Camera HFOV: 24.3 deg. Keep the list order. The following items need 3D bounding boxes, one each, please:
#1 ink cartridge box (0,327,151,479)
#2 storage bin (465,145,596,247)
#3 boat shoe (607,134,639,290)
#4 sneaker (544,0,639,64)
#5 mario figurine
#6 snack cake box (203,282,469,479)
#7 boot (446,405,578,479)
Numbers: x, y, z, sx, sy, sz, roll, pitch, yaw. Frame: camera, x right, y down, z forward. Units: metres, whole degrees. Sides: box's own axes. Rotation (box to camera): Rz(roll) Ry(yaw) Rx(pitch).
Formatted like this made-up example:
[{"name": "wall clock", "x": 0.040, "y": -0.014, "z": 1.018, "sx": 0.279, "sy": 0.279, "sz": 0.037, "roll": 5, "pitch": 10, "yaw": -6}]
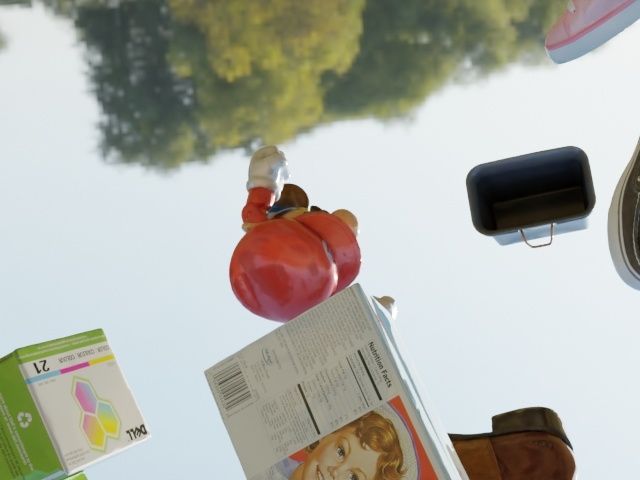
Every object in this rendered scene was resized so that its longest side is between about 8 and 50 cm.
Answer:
[{"name": "ink cartridge box", "x": -0.244, "y": 0.231, "z": 1.490, "sx": 0.097, "sy": 0.255, "sz": 0.189, "roll": -28, "pitch": 175, "yaw": 18}, {"name": "storage bin", "x": 0.238, "y": -0.035, "z": 1.634, "sx": 0.135, "sy": 0.098, "sz": 0.091, "roll": -12, "pitch": 159, "yaw": 13}, {"name": "boat shoe", "x": 0.332, "y": -0.064, "z": 1.383, "sx": 0.080, "sy": 0.228, "sz": 0.076, "roll": 25, "pitch": 161, "yaw": -8}, {"name": "sneaker", "x": 0.154, "y": -0.149, "z": 0.757, "sx": 0.134, "sy": 0.070, "sz": 0.051, "roll": -34, "pitch": -173, "yaw": 41}, {"name": "mario figurine", "x": 0.000, "y": 0.000, "z": 1.651, "sx": 0.198, "sy": 0.170, "sz": 0.320, "roll": 15, "pitch": -173, "yaw": -3}, {"name": "snack cake box", "x": 0.030, "y": 0.186, "z": 1.170, "sx": 0.152, "sy": 0.264, "sz": 0.089, "roll": -30, "pitch": 150, "yaw": 9}, {"name": "boot", "x": 0.124, "y": 0.288, "z": 1.379, "sx": 0.264, "sy": 0.096, "sz": 0.280, "roll": -14, "pitch": -154, "yaw": 10}]
